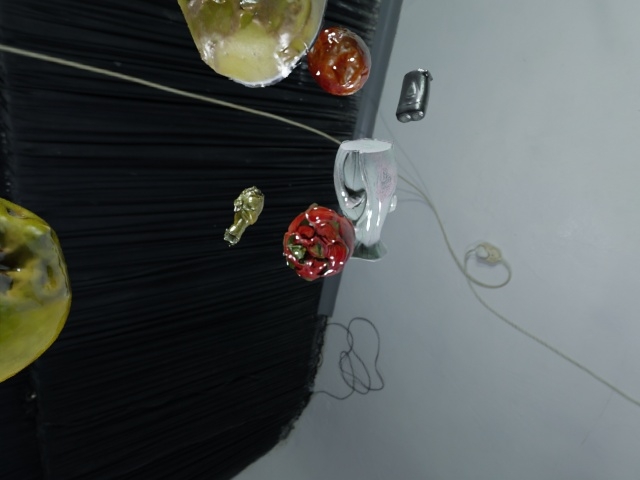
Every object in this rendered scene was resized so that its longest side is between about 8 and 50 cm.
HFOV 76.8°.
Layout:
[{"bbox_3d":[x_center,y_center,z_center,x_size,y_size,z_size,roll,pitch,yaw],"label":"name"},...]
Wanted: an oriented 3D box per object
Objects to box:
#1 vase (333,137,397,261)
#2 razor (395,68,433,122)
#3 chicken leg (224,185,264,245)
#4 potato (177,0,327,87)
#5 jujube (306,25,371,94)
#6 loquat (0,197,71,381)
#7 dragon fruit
[{"bbox_3d":[0.165,-0.141,1.513,0.250,0.250,0.445,25,126,44],"label":"vase"},{"bbox_3d":[0.267,-0.411,1.150,0.090,0.054,0.148,3,75,37],"label":"razor"},{"bbox_3d":[-0.247,-0.086,1.302,0.088,0.227,0.103,30,144,-4],"label":"chicken leg"},{"bbox_3d":[-0.133,-0.403,0.632,0.246,0.196,0.299,-30,56,29],"label":"potato"},{"bbox_3d":[0.046,-0.531,1.173,0.255,0.190,0.190,-103,33,-44],"label":"jujube"},{"bbox_3d":[-0.394,0.057,0.425,0.246,0.213,0.213,-18,83,24],"label":"loquat"},{"bbox_3d":[0.000,0.000,1.080,0.193,0.274,0.192,5,108,16],"label":"dragon fruit"}]
